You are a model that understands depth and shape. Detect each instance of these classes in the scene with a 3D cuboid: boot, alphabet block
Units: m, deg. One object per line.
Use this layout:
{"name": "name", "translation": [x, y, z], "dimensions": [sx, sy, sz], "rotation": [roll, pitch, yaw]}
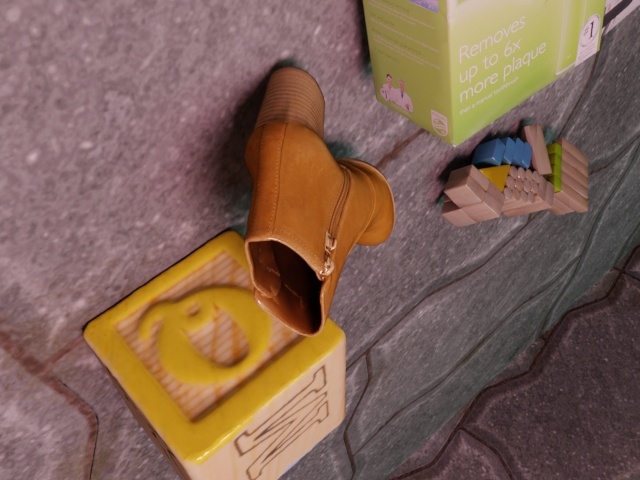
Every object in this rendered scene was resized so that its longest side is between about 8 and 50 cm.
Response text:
{"name": "boot", "translation": [0.001, 0.000, 0.647], "dimensions": [0.295, 0.104, 0.211], "rotation": [55, 34, -52]}
{"name": "alphabet block", "translation": [-0.100, 0.146, 0.704], "dimensions": [0.193, 0.192, 0.197], "rotation": [-38, 151, -24]}

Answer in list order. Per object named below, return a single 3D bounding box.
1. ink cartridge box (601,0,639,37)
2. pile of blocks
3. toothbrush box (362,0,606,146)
{"name": "ink cartridge box", "translation": [0.321, -0.349, 0.769], "dimensions": [0.273, 0.114, 0.197], "rotation": [-39, 151, -16]}
{"name": "pile of blocks", "translation": [0.303, -0.103, 1.083], "dimensions": [0.362, 0.149, 0.112], "rotation": [-5, 173, -41]}
{"name": "toothbrush box", "translation": [0.145, -0.260, 0.573], "dimensions": [0.206, 0.122, 0.283], "rotation": [-34, 138, -18]}
